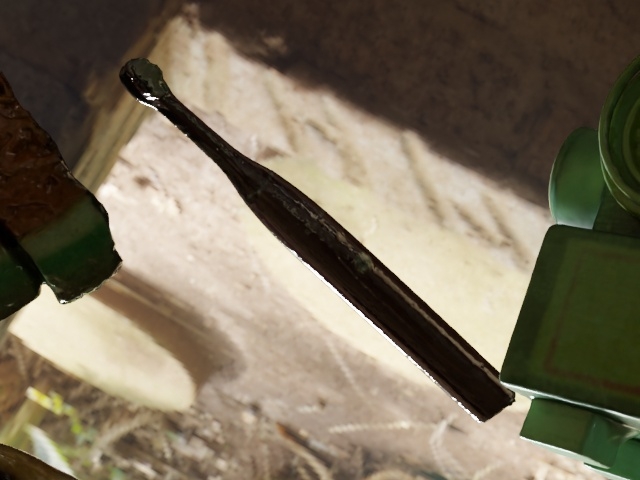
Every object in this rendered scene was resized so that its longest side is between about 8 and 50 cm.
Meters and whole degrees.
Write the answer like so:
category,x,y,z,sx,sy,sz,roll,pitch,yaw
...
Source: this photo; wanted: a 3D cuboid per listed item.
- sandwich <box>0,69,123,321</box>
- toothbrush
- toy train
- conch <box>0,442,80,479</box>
category,x,y,z,sx,sy,sz,roll,pitch,yaw
sandwich,-0.236,-0.056,0.773,0.292,0.109,0.212,48,169,29
toothbrush,0.000,0.000,0.855,0.364,0.041,0.041,43,155,-9
toy train,0.212,0.025,0.488,0.272,0.188,0.159,13,168,38
conch,-0.206,0.275,0.989,0.255,0.158,0.127,50,145,-3
